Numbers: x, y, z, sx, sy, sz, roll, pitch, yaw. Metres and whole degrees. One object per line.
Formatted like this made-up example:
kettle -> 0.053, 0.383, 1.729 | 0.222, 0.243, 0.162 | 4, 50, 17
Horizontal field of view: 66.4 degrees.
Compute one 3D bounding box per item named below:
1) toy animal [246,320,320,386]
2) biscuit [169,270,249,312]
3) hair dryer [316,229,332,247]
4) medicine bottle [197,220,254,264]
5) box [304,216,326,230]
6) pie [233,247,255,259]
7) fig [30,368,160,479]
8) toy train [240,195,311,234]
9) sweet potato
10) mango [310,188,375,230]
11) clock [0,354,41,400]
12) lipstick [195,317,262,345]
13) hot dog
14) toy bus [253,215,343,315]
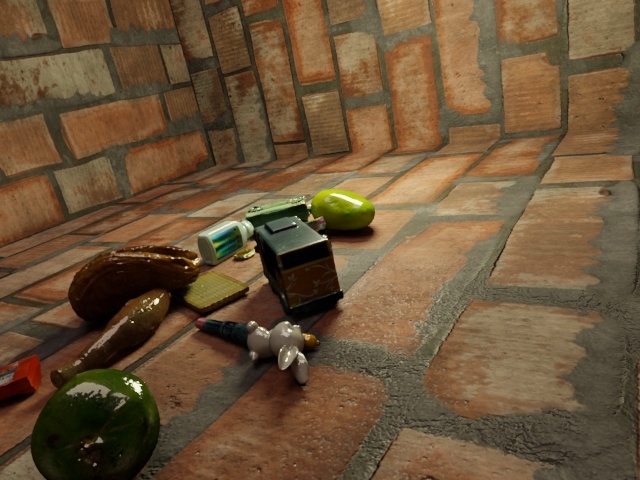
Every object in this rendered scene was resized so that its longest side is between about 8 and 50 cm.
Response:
toy animal -> -0.072, 0.237, 1.046 | 0.182, 0.131, 0.127 | -3, 52, 45
biscuit -> -0.346, 0.155, 1.500 | 0.172, 0.029, 0.254 | -25, 23, -32
hair dryer -> -0.002, 0.000, 1.706 | 0.114, 0.070, 0.248 | -7, 11, 16
medicine bottle -> -0.343, -0.006, 1.811 | 0.083, 0.121, 0.229 | 2, 23, 37
box -> -0.076, -0.036, 1.784 | 0.207, 0.041, 0.050 | -19, 3, 31
pie -> -0.274, 0.048, 1.771 | 0.084, 0.020, 0.084 | -11, 20, 4
fig -> -0.381, 0.337, 0.865 | 0.203, 0.203, 0.235 | -19, -19, -20
toy train -> -0.177, -0.111, 2.004 | 0.308, 0.126, 0.189 | -15, 19, -6
sweet potato -> -0.510, 0.238, 1.263 | 0.109, 0.109, 0.385 | -2, 26, 26
mango -> 0.088, -0.109, 1.808 | 0.273, 0.149, 0.185 | 13, 15, 34
clock -> -0.752, 0.346, 1.158 | 0.155, 0.061, 0.113 | -20, 20, -13
lipstick -> -0.235, 0.225, 1.219 | 0.234, 0.053, 0.053 | -1, 21, 42
hot dog -> -0.559, 0.104, 1.479 | 0.388, 0.174, 0.267 | -21, 1, -5
toy bus -> -0.073, 0.058, 1.358 | 0.162, 0.194, 0.323 | -18, 20, -14
